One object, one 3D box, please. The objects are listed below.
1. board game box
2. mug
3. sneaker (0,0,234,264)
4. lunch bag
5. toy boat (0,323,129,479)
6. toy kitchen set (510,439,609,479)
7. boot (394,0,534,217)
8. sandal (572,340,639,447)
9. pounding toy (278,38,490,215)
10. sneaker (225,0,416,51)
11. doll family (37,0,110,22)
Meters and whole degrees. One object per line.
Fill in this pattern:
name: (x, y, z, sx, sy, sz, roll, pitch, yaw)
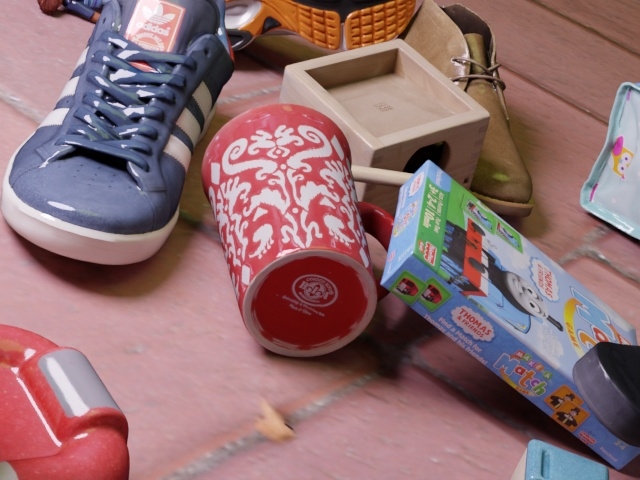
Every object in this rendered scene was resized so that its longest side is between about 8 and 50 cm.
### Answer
board game box: (0.141, 0.048, 0.992, 0.211, 0.039, 0.160, 39, 25, -11)
mug: (-0.002, -0.008, 0.981, 0.150, 0.113, 0.169, -4, 35, -8)
sneaker: (-0.140, -0.111, 1.040, 0.131, 0.148, 0.350, 18, 27, -5)
lunch bag: (0.414, -0.039, 1.290, 0.223, 0.160, 0.262, -8, 33, -45)
toy boat: (-0.196, 0.069, 0.661, 0.231, 0.151, 0.151, -1, 34, -37)
toy kitchen set: (0.229, 0.149, 0.794, 0.207, 0.166, 0.122, 21, 27, 0)
boot: (0.130, -0.131, 1.309, 0.112, 0.115, 0.305, 12, 30, -24)
sandal: (0.267, 0.103, 0.978, 0.254, 0.054, 0.097, 3, 46, -55)
pounding toy: (0.032, -0.063, 1.146, 0.206, 0.094, 0.181, -18, 48, -32)
sneaker: (-0.039, -0.243, 1.374, 0.262, 0.099, 0.121, -5, 24, -14)
doll family: (-0.262, -0.280, 1.355, 0.193, 0.076, 0.111, 36, 25, 21)
